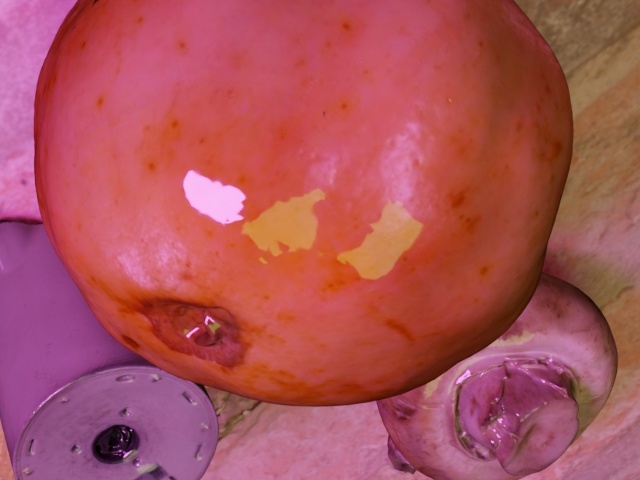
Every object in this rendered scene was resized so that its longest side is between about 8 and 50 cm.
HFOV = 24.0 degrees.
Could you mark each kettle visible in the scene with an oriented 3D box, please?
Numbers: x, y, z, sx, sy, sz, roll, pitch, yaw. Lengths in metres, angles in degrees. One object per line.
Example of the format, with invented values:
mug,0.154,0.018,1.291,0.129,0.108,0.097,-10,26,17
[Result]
kettle,-0.187,0.117,1.290,0.165,0.255,0.240,-39,128,3

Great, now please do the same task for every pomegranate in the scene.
pomegranate,-0.014,-0.073,1.123,0.411,0.411,0.411,-8,131,-9

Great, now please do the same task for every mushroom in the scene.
mushroom,0.169,0.143,1.466,0.255,0.184,0.255,-18,135,-19

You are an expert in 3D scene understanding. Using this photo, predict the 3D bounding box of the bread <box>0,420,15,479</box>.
bread,-0.274,0.225,1.424,0.167,0.163,0.264,23,119,-29
